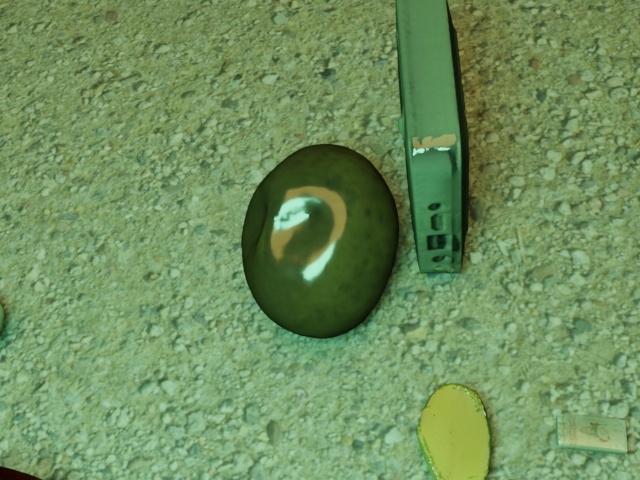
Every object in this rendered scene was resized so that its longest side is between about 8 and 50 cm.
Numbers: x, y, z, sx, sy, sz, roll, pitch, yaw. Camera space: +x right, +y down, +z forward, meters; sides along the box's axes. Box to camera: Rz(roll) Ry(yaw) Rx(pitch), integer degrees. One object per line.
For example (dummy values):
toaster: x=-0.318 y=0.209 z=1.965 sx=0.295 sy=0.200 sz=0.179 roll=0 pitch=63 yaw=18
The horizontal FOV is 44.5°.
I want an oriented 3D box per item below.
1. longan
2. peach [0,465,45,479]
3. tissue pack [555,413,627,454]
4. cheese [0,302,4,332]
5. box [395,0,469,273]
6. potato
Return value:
longan: x=0.000 y=0.000 z=1.375 sx=0.289 sy=0.288 sz=0.349 roll=7 pitch=71 yaw=11
peach: x=-0.450 y=0.531 z=1.078 sx=0.335 sy=0.310 sz=0.405 roll=-15 pitch=51 yaw=-7
tissue pack: x=0.438 y=0.313 z=1.266 sx=0.108 sy=0.023 sz=0.056 roll=3 pitch=59 yaw=8
cheese: x=-0.765 y=0.229 z=1.398 sx=0.351 sy=0.129 sz=0.328 roll=1 pitch=57 yaw=9
box: x=0.197 y=-0.183 z=1.380 sx=0.111 sy=0.396 sz=0.396 roll=-5 pitch=59 yaw=8
potato: x=0.218 y=0.334 z=1.265 sx=0.120 sy=0.054 sz=0.197 roll=-8 pitch=63 yaw=2
